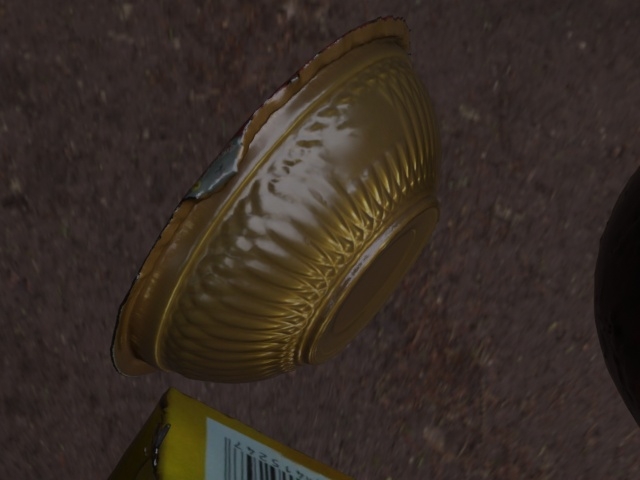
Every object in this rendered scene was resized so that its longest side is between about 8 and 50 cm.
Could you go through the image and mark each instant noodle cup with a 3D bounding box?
[{"bbox_3d":[0.000,0.000,0.912,0.091,0.274,0.274,38,73,13],"label":"instant noodle cup"}]

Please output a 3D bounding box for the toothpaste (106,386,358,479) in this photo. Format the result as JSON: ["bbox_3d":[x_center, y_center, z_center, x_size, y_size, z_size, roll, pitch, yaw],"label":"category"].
[{"bbox_3d":[-0.007,0.139,0.219,0.089,0.313,0.071,29,111,-16],"label":"toothpaste"}]

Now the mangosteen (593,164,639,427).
[{"bbox_3d":[0.427,0.028,1.192,0.421,0.381,0.381,-46,78,6],"label":"mangosteen"}]
